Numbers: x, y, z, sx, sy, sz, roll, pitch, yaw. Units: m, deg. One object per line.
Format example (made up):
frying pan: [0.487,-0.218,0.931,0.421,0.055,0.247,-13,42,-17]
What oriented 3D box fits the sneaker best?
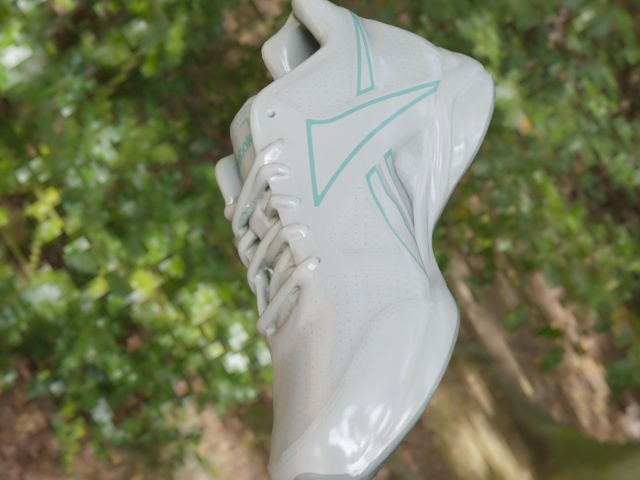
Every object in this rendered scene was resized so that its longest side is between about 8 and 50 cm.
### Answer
sneaker: [0.000,0.000,0.425,0.061,0.054,0.152,29,42,-17]
